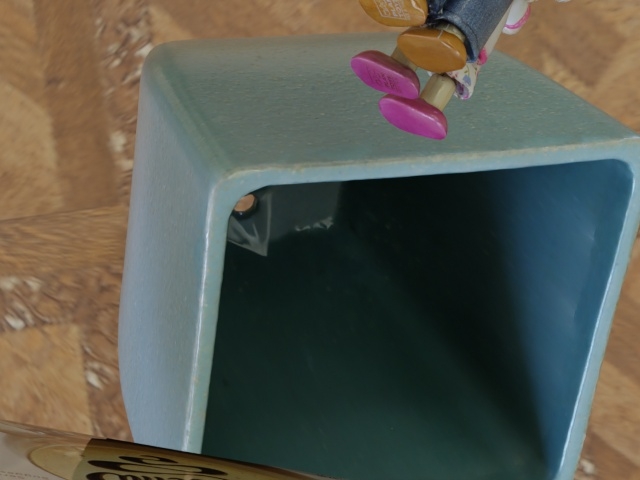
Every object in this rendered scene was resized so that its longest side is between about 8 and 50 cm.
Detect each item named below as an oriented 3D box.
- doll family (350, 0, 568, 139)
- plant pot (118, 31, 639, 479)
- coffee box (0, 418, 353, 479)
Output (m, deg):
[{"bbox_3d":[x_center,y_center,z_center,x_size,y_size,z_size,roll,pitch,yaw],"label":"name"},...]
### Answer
[{"bbox_3d":[0.064,-0.165,0.744,0.163,0.118,0.263,-58,136,-20],"label":"doll family"},{"bbox_3d":[0.000,0.000,1.033,0.247,0.252,0.248,-6,123,-23],"label":"plant pot"},{"bbox_3d":[0.008,0.153,0.629,0.297,0.168,0.119,12,91,-12],"label":"coffee box"}]
